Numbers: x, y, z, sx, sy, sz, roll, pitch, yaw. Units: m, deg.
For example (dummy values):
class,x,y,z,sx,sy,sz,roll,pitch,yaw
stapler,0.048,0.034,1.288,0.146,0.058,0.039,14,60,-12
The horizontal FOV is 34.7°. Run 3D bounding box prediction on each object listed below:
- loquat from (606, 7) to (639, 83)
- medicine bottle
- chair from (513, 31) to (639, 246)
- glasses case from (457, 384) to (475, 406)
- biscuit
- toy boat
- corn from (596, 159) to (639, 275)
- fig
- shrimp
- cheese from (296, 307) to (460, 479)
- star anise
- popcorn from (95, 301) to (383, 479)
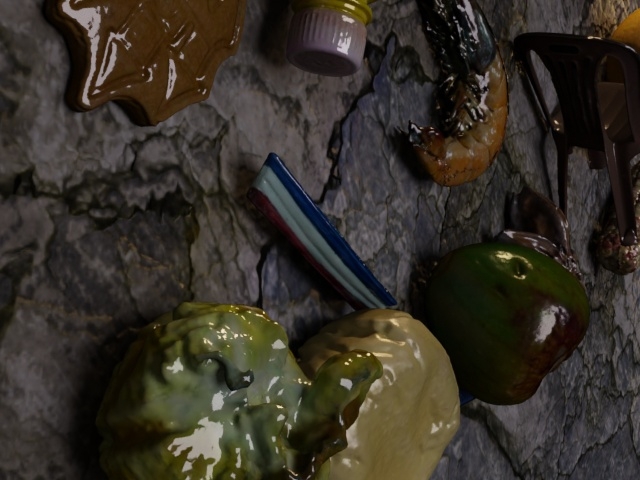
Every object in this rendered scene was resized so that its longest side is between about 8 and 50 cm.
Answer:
class,x,y,z,sx,sy,sz,roll,pitch,yaw
loquat,0.540,-0.265,1.579,0.208,0.208,0.208,-3,94,-54
medicine bottle,0.020,-0.257,0.914,0.122,0.122,0.212,23,72,-52
chair,0.390,-0.177,1.394,0.183,0.176,0.326,-45,133,-33
glasses case,0.159,0.179,1.212,0.083,0.023,0.033,-10,95,-55
biscuit,-0.130,-0.179,0.784,0.182,0.034,0.215,52,51,-41
toy boat,0.000,0.000,0.952,0.046,0.080,0.229,-43,135,0
corn,0.496,-0.044,1.626,0.237,0.079,0.079,-60,136,-34
fig,0.202,0.088,1.153,0.191,0.181,0.181,45,51,-11
shrimp,0.136,-0.191,1.139,0.222,0.054,0.290,-49,128,-40
cheese,0.041,0.183,0.974,0.214,0.117,0.226,-44,130,-37
star anise,0.285,0.053,1.333,0.236,0.093,0.229,32,61,-55
popcorn,-0.058,0.130,0.771,0.198,0.212,0.198,-1,90,-87
